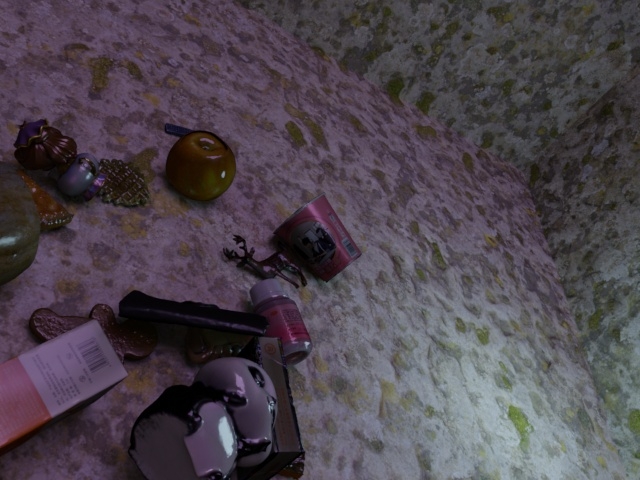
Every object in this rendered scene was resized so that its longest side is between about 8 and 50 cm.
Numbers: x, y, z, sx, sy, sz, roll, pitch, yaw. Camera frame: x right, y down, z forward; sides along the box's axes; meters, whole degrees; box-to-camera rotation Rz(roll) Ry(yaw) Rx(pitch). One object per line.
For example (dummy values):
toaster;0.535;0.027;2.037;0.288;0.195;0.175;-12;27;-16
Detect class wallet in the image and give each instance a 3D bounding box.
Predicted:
wallet;-0.319;0.193;1.585;0.377;0.051;0.197;11;3;-6

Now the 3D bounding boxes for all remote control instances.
remote control;-0.486;-0.387;2.209;0.152;0.027;0.044;13;51;-30

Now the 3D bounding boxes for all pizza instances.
pizza;-0.808;-0.108;1.618;0.292;0.058;0.197;12;44;-35

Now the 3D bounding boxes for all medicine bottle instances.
medicine bottle;-0.125;0.239;1.791;0.147;0.147;0.247;2;51;-40

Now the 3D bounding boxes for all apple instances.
apple;-0.387;-0.249;2.003;0.237;0.207;0.237;24;37;-20

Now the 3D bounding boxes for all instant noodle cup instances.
instant noodle cup;0.000;0.000;2.100;0.255;0.244;0.244;52;37;0

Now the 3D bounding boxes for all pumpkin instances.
pumpkin;-0.785;-0.028;1.367;0.332;0.332;0.199;54;26;17
pumpkin;-0.080;0.566;1.571;0.083;0.054;0.074;22;36;-15

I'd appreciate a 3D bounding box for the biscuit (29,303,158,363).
biscuit;-0.544;0.248;1.492;0.301;0.049;0.197;1;61;-39

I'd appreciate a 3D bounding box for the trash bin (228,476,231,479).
trash bin;-0.294;0.500;1.410;0.165;0.115;0.226;15;48;-31

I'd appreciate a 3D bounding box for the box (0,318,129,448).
box;-0.591;0.317;1.208;0.341;0.225;0.143;-26;82;-47

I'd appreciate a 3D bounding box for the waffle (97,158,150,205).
waffle;-0.615;-0.180;1.876;0.169;0.036;0.183;-2;53;-40

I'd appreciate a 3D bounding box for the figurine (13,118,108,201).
figurine;-0.729;-0.227;1.699;0.263;0.189;0.142;42;44;-29

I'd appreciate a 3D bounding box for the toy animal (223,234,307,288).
toy animal;-0.174;0.079;1.982;0.260;0.087;0.243;45;23;9

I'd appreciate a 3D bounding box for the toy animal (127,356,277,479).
toy animal;-0.226;0.383;1.311;0.251;0.251;0.310;49;30;12

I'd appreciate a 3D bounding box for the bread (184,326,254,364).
bread;-0.267;0.279;1.677;0.225;0.081;0.134;2;46;-38

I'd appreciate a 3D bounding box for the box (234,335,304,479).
box;-0.152;0.422;1.534;0.084;0.198;0.310;11;47;-32
